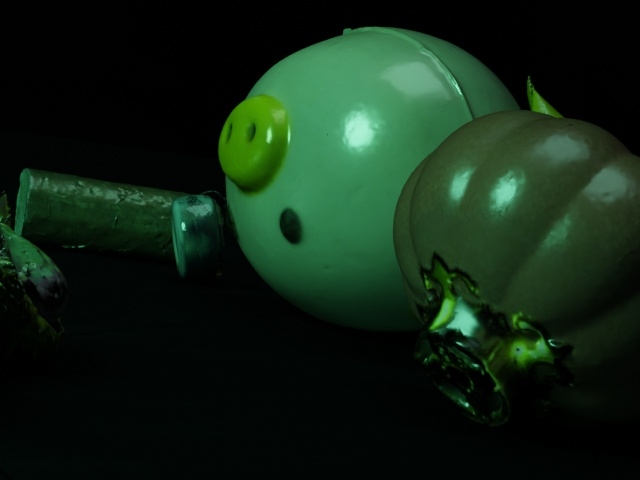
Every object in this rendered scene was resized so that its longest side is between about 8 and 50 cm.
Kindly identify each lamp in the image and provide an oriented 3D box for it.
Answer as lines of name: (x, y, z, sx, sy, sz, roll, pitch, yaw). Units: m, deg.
lamp: (0.187, 0.041, 1.558, 0.305, 0.305, 0.239, 17, 52, 46)

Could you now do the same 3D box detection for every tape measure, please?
tape measure: (-0.086, 0.003, 2.084, 0.180, 0.104, 0.107, 9, 2, -10)

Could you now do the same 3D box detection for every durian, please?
durian: (-0.253, 0.057, 1.415, 0.108, 0.119, 0.186, 49, 3, -24)

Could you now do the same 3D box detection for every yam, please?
yam: (-0.236, -0.025, 2.168, 0.259, 0.093, 0.093, 9, 6, -25)

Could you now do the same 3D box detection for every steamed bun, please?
steamed bun: (0.062, -0.061, 1.935, 0.334, 0.334, 0.374, 8, -2, -25)

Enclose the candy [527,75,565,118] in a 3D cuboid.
candy: (0.260, -0.032, 1.792, 0.081, 0.187, 0.297, -22, 25, -2)
